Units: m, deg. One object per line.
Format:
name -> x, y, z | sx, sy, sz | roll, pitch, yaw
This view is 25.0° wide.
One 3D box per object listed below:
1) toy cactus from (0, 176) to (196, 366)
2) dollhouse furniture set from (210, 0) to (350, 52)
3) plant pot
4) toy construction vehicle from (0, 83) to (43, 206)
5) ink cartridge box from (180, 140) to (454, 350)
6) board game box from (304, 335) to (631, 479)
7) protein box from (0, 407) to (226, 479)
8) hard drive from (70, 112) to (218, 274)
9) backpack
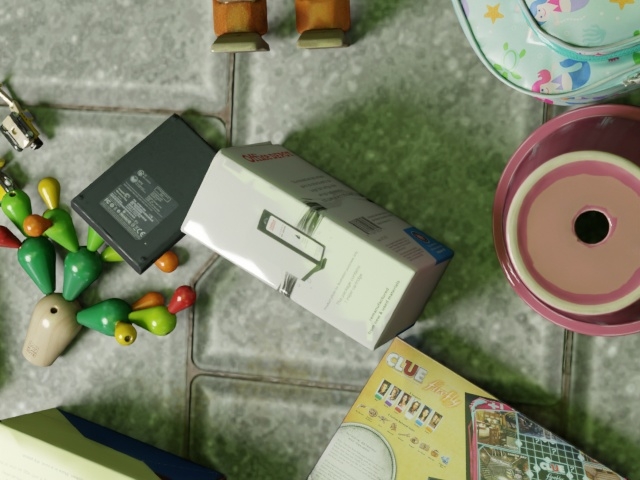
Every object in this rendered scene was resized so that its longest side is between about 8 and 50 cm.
toy cactus -> -0.238, 0.048, 1.391 | 0.219, 0.112, 0.180 | 32, 113, 4
dollhouse furniture set -> -0.088, -0.298, 1.314 | 0.259, 0.135, 0.262 | -2, 94, 6
plant pot -> 0.231, -0.013, 1.192 | 0.201, 0.180, 0.201 | 2, 95, 18
toy construction vehicle -> -0.317, -0.097, 1.433 | 0.098, 0.035, 0.086 | 49, 117, 10
ink cartridge box -> 0.000, 0.000, 1.280 | 0.203, 0.148, 0.086 | 31, 105, 13
board game box -> 0.129, 0.218, 1.292 | 0.243, 0.042, 0.165 | 32, 86, 13
protein box -> -0.227, 0.291, 1.372 | 0.199, 0.136, 0.201 | 19, 94, 15
hard drive -> -0.151, -0.045, 1.350 | 0.094, 0.022, 0.135 | 44, 70, 9
backpack -> 0.230, -0.229, 1.178 | 0.253, 0.191, 0.225 | -22, 85, 24
